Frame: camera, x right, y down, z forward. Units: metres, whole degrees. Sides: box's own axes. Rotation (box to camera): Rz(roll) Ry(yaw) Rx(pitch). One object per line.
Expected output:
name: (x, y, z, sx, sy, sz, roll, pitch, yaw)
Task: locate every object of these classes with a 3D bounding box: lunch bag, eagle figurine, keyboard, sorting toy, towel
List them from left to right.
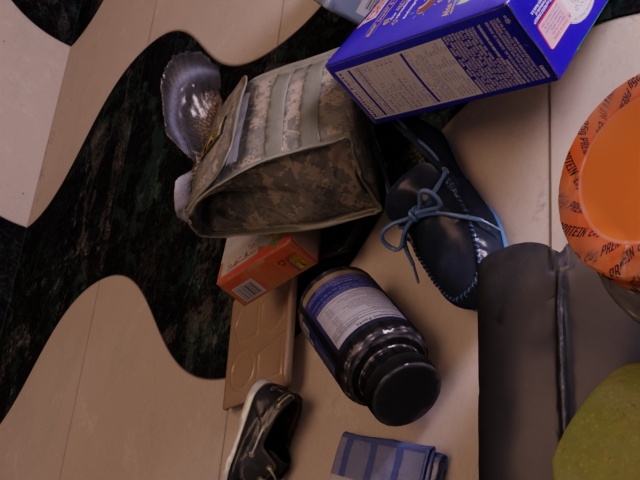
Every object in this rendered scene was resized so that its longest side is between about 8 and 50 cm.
eagle figurine: (-0.187, -0.179, 1.659, 0.298, 0.225, 0.226, 50, 124, 43)
sorting toy: (-0.091, 0.162, 1.454, 0.208, 0.038, 0.193, -32, 47, 49)
lunch bag: (-0.062, -0.133, 1.325, 0.286, 0.169, 0.235, -14, 39, 18)
keyboard: (0.000, 0.000, 1.401, 0.180, 0.023, 0.108, -15, 36, 46)
towel: (0.057, 0.384, 1.108, 0.209, 0.034, 0.285, -9, 63, 56)

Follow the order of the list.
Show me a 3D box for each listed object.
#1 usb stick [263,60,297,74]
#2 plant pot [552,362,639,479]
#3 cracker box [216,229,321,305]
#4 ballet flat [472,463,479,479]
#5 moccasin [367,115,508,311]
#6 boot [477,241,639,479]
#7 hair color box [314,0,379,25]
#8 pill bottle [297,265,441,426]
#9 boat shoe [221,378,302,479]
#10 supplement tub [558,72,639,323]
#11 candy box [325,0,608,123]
usb stick: (-0.027, -0.279, 1.600, 0.278, 0.045, 0.077, 19, 87, 57)
plant pot: (0.300, 0.203, 0.602, 0.254, 0.276, 0.276, 26, 94, 51)
cracker box: (-0.071, -0.026, 1.429, 0.155, 0.067, 0.232, -31, 33, 30)
ballet flat: (0.193, 0.232, 0.975, 0.057, 0.052, 0.168, -17, 58, 53)
moccasin: (0.128, -0.043, 1.170, 0.138, 0.116, 0.342, -52, 35, 23)
boot: (0.165, 0.219, 0.880, 0.366, 0.146, 0.446, -5, 69, 26)
hair color box: (0.034, -0.433, 1.469, 0.114, 0.185, 0.374, -59, 33, 15)
pill bottle: (0.061, 0.134, 1.160, 0.123, 0.122, 0.219, -59, 34, 14)
boat shoe: (-0.085, 0.323, 1.310, 0.079, 0.084, 0.233, 15, 90, 33)
supplement tub: (0.332, 0.003, 0.660, 0.193, 0.315, 0.194, -31, 48, 43)
candy box: (0.197, -0.292, 1.126, 0.317, 0.122, 0.268, -4, 44, 53)
